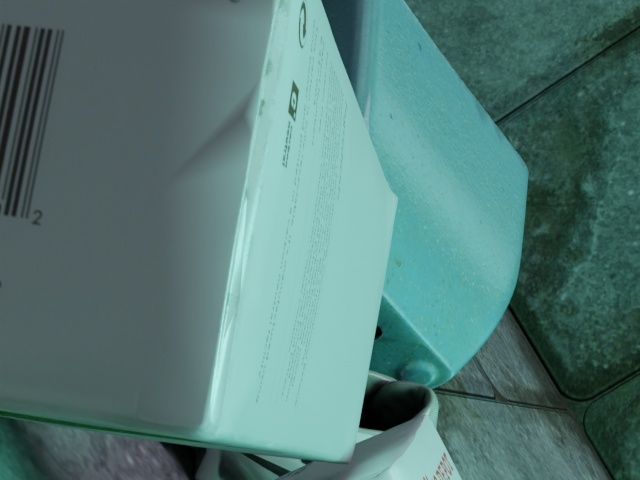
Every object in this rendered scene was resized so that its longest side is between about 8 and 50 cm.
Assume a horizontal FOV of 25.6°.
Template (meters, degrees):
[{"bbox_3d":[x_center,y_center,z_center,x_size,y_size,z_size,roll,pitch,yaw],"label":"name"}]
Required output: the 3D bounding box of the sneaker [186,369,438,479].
[{"bbox_3d":[0.039,0.175,0.958,0.330,0.146,0.122,51,13,-29],"label":"sneaker"}]

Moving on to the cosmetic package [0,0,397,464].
[{"bbox_3d":[-0.084,0.000,0.568,0.365,0.197,0.155,53,45,-76],"label":"cosmetic package"}]

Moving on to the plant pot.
[{"bbox_3d":[0.000,0.000,1.060,0.248,0.247,0.252,48,29,-32],"label":"plant pot"}]

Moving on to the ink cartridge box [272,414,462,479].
[{"bbox_3d":[0.061,0.250,0.748,0.283,0.117,0.207,63,8,4],"label":"ink cartridge box"}]
